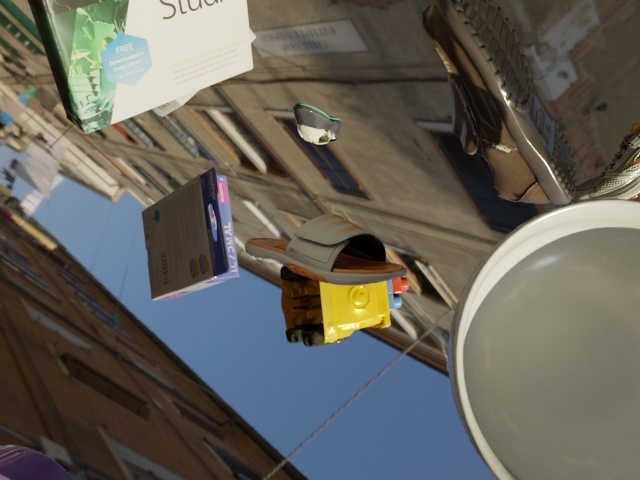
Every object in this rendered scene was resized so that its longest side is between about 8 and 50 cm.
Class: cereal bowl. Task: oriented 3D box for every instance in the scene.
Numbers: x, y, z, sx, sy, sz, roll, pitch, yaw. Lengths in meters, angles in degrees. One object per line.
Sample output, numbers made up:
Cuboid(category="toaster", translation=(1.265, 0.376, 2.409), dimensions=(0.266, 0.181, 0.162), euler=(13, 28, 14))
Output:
Cuboid(category="cereal bowl", translation=(0.301, 0.133, 0.634), dimensions=(0.339, 0.141, 0.339), euler=(0, -102, 2))

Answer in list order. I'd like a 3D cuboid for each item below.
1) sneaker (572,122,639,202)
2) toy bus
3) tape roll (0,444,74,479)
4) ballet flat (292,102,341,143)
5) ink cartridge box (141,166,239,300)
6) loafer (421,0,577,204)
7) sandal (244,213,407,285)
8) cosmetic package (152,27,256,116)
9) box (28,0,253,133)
Cuboid(category="sneaker", translation=(0.483, -0.131, 0.887), dimensions=(0.225, 0.093, 0.088), euler=(-36, -173, 24))
Cuboid(category="toy bus", translation=(0.044, 0.103, 1.056), dimensions=(0.220, 0.211, 0.149), euler=(161, -77, -67))
Cuboid(category="tape roll", translation=(-0.447, 0.423, 0.772), dimensions=(0.275, 0.275, 0.090), euler=(-39, 173, 5))
Cuboid(category="ballet flat", translation=(-0.006, -0.238, 1.216), dimensions=(0.074, 0.074, 0.203), euler=(-28, 173, 19))
Cuboid(category="ink cartridge box", translation=(-0.235, -0.003, 1.063), dimensions=(0.311, 0.065, 0.186), euler=(-20, -104, 51))
Cuboid(category="loafer", translation=(0.231, -0.178, 0.810), dimensions=(0.130, 0.366, 0.134), euler=(-15, -147, 40))
Cuboid(category="sandal", translation=(-0.008, 0.001, 0.763), dimensions=(0.265, 0.102, 0.076), euler=(12, -77, 42))
Cuboid(category="cosmetic package", translation=(-0.246, -0.353, 1.141), dimensions=(0.117, 0.085, 0.231), euler=(-3, -136, 53))
Cuboid(category="box", translation=(-0.187, -0.296, 0.587), dimensions=(0.232, 0.322, 0.058), euler=(-33, -131, -30))
